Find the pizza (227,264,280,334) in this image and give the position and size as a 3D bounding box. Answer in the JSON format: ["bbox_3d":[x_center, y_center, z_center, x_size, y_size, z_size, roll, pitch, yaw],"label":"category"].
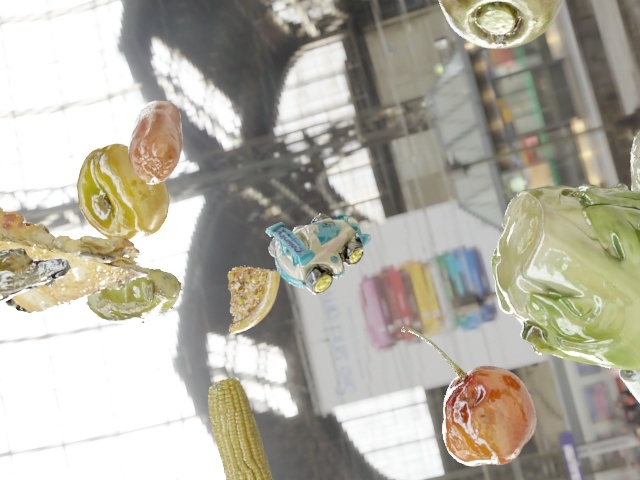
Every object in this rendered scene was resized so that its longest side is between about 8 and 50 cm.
[{"bbox_3d":[-0.144,0.100,2.274,0.041,0.178,0.131,1,-125,-50],"label":"pizza"}]

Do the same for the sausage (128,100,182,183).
[{"bbox_3d":[-0.327,-0.197,2.282,0.259,0.114,0.113,-104,-6,-65],"label":"sausage"}]

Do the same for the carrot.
[{"bbox_3d":[0.309,-0.494,1.931,0.224,0.224,0.340,60,-146,-51],"label":"carrot"}]

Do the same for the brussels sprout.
[{"bbox_3d":[0.394,0.046,1.571,0.328,0.328,0.247,-20,-49,-78],"label":"brussels sprout"}]

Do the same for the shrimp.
[{"bbox_3d":[-0.425,0.041,1.352,0.145,0.254,0.059,21,-121,-54],"label":"shrimp"}]

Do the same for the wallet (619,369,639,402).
[{"bbox_3d":[0.603,0.174,1.827,0.360,0.252,0.083,51,-172,-31],"label":"wallet"}]

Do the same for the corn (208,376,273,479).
[{"bbox_3d":[-0.133,0.340,1.887,0.080,0.080,0.231,-3,-104,-78],"label":"corn"}]

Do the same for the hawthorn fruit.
[{"bbox_3d":[0.243,0.239,1.893,0.285,0.165,0.165,59,-166,-8],"label":"hawthorn fruit"}]

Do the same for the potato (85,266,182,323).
[{"bbox_3d":[-0.305,0.089,1.892,0.117,0.225,0.090,11,-106,-38],"label":"potato"}]

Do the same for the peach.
[{"bbox_3d":[-0.477,-0.114,2.740,0.153,0.251,0.251,-32,-72,-50],"label":"peach"}]

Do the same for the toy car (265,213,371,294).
[{"bbox_3d":[0.000,0.000,1.873,0.126,0.161,0.098,45,159,34],"label":"toy car"}]

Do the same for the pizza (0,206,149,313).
[{"bbox_3d":[-0.415,0.009,1.652,0.251,0.288,0.074,39,-135,-43],"label":"pizza"}]

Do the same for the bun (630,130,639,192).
[{"bbox_3d":[0.706,-0.102,2.116,0.326,0.235,0.362,66,155,25],"label":"bun"}]
